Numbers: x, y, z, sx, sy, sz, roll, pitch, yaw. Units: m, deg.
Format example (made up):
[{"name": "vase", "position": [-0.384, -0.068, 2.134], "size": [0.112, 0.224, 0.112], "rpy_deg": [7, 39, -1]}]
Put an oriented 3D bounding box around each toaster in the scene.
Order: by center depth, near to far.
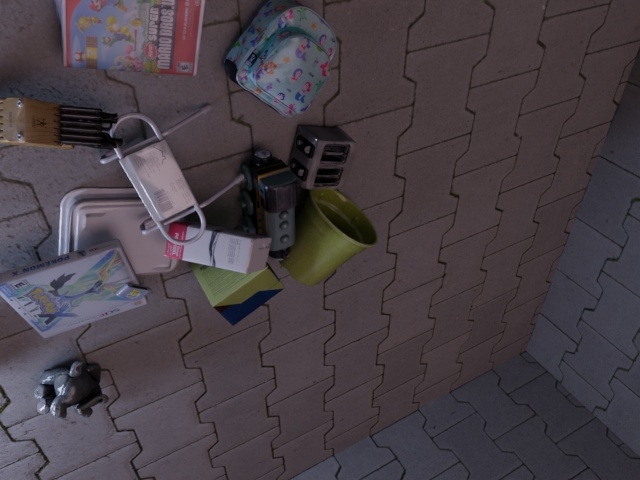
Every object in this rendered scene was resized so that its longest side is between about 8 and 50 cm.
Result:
[{"name": "toaster", "position": [0.009, -0.248, 1.625], "size": [0.186, 0.110, 0.168], "rpy_deg": [-4, 127, -34]}]

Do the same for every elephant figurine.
[{"name": "elephant figurine", "position": [-0.736, 0.465, 1.669], "size": [0.239, 0.186, 0.169], "rpy_deg": [36, 57, -58]}]

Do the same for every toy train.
[{"name": "toy train", "position": [-0.146, -0.095, 1.579], "size": [0.142, 0.190, 0.333], "rpy_deg": [-18, 133, -23]}]

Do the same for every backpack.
[{"name": "backpack", "position": [-0.083, -0.457, 1.336], "size": [0.225, 0.191, 0.253], "rpy_deg": [27, 101, -45]}]

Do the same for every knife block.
[{"name": "knife block", "position": [-0.576, -0.243, 1.161], "size": [0.242, 0.276, 0.088], "rpy_deg": [-8, 102, -67]}]

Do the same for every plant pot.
[{"name": "plant pot", "position": [0.000, 0.000, 1.743], "size": [0.276, 0.276, 0.254], "rpy_deg": [17, 125, -43]}]

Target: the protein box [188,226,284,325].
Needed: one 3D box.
[{"name": "protein box", "position": [-0.257, 0.108, 1.654], "size": [0.200, 0.201, 0.136], "rpy_deg": [-36, 141, -5]}]

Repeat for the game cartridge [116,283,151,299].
[{"name": "game cartridge", "position": [-0.520, 0.144, 1.497], "size": [0.056, 0.017, 0.083], "rpy_deg": [-34, 152, 21]}]

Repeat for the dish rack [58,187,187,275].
[{"name": "dish rack", "position": [-0.524, -0.006, 1.469], "size": [0.333, 0.072, 0.285], "rpy_deg": [-5, 126, -35]}]

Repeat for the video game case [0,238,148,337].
[{"name": "video game case", "position": [-0.642, 0.136, 1.433], "size": [0.300, 0.036, 0.329], "rpy_deg": [-19, 151, -15]}]

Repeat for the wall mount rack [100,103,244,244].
[{"name": "wall mount rack", "position": [-0.360, -0.179, 1.357], "size": [0.304, 0.130, 0.350], "rpy_deg": [-27, 114, -10]}]

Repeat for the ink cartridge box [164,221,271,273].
[{"name": "ink cartridge box", "position": [-0.276, 0.016, 1.483], "size": [0.172, 0.237, 0.100], "rpy_deg": [-9, 110, -78]}]

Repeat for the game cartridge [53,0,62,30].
[{"name": "game cartridge", "position": [-0.430, -0.568, 1.074], "size": [0.230, 0.068, 0.355], "rpy_deg": [-21, 135, -27]}]

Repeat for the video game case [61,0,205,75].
[{"name": "video game case", "position": [-0.389, -0.458, 1.137], "size": [0.285, 0.025, 0.204], "rpy_deg": [-6, 128, -32]}]
